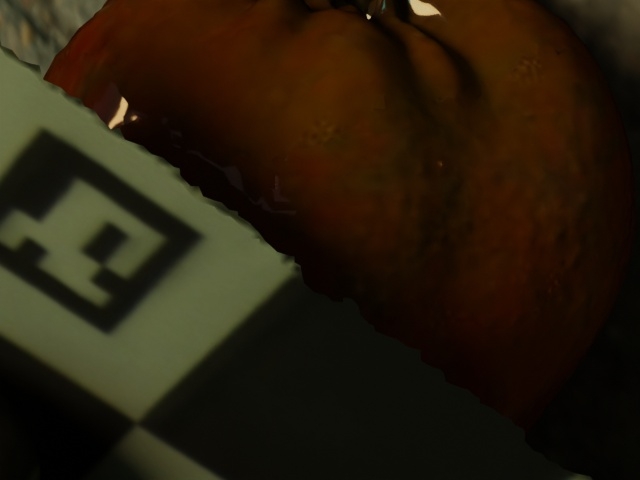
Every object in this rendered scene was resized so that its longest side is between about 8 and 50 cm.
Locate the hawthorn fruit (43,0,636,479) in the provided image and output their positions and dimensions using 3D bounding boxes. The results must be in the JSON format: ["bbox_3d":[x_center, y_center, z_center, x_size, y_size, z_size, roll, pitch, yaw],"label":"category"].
[{"bbox_3d":[0.000,0.000,0.482,0.189,0.189,0.189,9,103,45],"label":"hawthorn fruit"}]

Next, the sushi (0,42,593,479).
[{"bbox_3d":[-0.063,0.142,0.438,0.373,0.100,0.296,37,128,-16],"label":"sushi"}]
